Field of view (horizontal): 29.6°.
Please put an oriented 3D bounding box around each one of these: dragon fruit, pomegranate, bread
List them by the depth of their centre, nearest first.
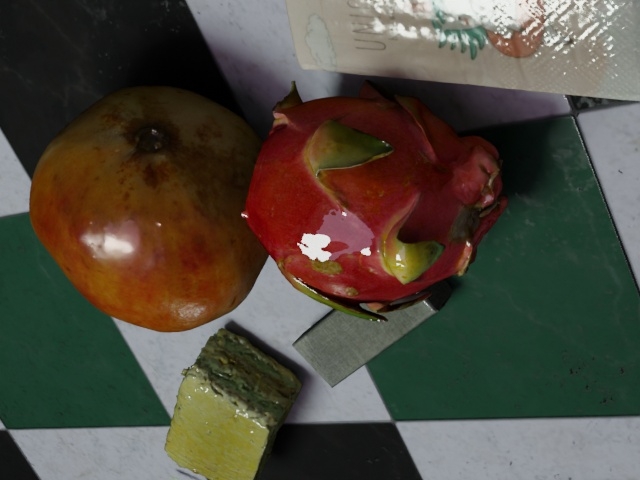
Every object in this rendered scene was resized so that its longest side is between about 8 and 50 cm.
[{"bbox_3d":[0.050,-0.037,1.123,0.227,0.224,0.224,22,133,14],"label":"dragon fruit"},{"bbox_3d":[-0.170,-0.025,1.255,0.252,0.229,0.270,24,145,4],"label":"pomegranate"},{"bbox_3d":[-0.111,0.214,1.487,0.138,0.102,0.196,31,138,11],"label":"bread"}]

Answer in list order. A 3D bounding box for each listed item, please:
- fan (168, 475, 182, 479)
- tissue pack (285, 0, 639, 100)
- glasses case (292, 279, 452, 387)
[{"bbox_3d":[-0.069,0.371,1.648,0.310,0.010,0.182,18,131,16],"label":"fan"},{"bbox_3d":[0.118,-0.215,1.025,0.325,0.071,0.170,9,130,26],"label":"tissue pack"},{"bbox_3d":[0.054,0.086,1.321,0.071,0.047,0.205,46,135,-2],"label":"glasses case"}]
